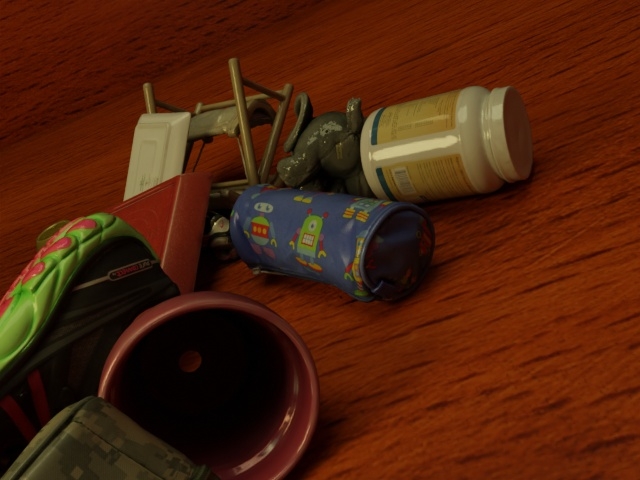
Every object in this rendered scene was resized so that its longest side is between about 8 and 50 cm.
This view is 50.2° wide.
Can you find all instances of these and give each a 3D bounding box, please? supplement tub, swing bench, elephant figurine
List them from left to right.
[{"bbox_3d":[-0.199,-0.170,1.264,0.253,0.254,0.165,-2,-8,37],"label":"swing bench"},{"bbox_3d":[0.002,-0.153,1.088,0.186,0.169,0.239,-28,31,10],"label":"elephant figurine"},{"bbox_3d":[0.171,-0.127,0.926,0.200,0.144,0.144,-7,34,33],"label":"supplement tub"}]

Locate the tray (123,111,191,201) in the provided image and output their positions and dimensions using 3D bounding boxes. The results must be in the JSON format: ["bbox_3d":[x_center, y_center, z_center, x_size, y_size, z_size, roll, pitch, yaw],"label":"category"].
[{"bbox_3d":[-0.305,-0.098,1.212,0.145,0.030,0.270,7,87,38],"label":"tray"}]

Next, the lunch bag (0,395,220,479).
[{"bbox_3d":[-0.128,0.290,0.381,0.212,0.256,0.305,-57,0,44],"label":"lunch bag"}]

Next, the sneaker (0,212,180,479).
[{"bbox_3d":[-0.327,0.196,0.774,0.482,0.202,0.185,-57,22,-16],"label":"sneaker"}]

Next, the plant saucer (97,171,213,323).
[{"bbox_3d":[-0.296,0.017,1.076,0.259,0.048,0.259,-20,47,27],"label":"plant saucer"}]

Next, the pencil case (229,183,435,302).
[{"bbox_3d":[0.000,0.000,0.886,0.306,0.119,0.133,11,82,49],"label":"pencil case"}]

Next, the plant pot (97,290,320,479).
[{"bbox_3d":[-0.119,0.142,0.695,0.201,0.201,0.180,-33,13,-11],"label":"plant pot"}]

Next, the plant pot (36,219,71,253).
[{"bbox_3d":[-0.484,0.018,1.301,0.134,0.095,0.134,-21,28,12],"label":"plant pot"}]

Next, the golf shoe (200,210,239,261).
[{"bbox_3d":[-0.191,-0.022,1.128,0.186,0.086,0.067,8,45,50],"label":"golf shoe"}]
